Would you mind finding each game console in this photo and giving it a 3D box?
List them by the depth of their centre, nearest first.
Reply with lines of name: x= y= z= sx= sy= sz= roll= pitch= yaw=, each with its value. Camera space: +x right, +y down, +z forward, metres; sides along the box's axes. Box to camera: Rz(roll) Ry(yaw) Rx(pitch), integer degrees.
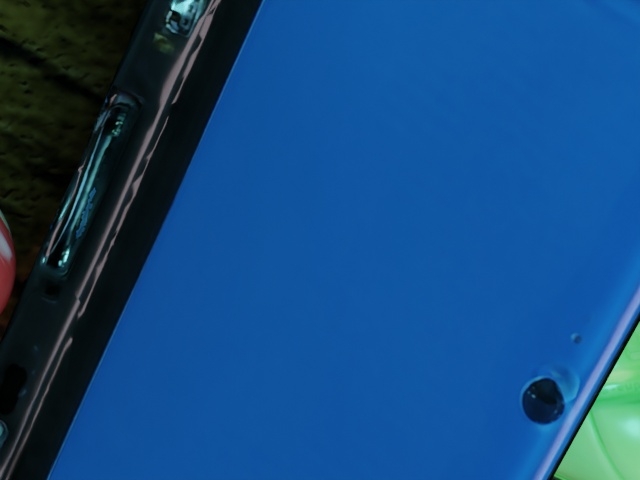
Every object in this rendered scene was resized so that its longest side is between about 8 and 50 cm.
game console: x=0.000 y=0.000 z=0.645 sx=0.173 sy=0.250 sz=0.293 roll=26 pitch=109 yaw=-2

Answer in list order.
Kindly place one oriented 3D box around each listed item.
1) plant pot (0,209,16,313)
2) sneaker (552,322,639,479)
plant pot: x=-0.211 y=-0.007 z=0.612 sx=0.174 sy=0.191 sz=0.191 roll=-37 pitch=142 yaw=-11
sneaker: x=0.222 y=0.110 z=1.072 sx=0.202 sy=0.185 sz=0.483 roll=-21 pitch=155 yaw=34
